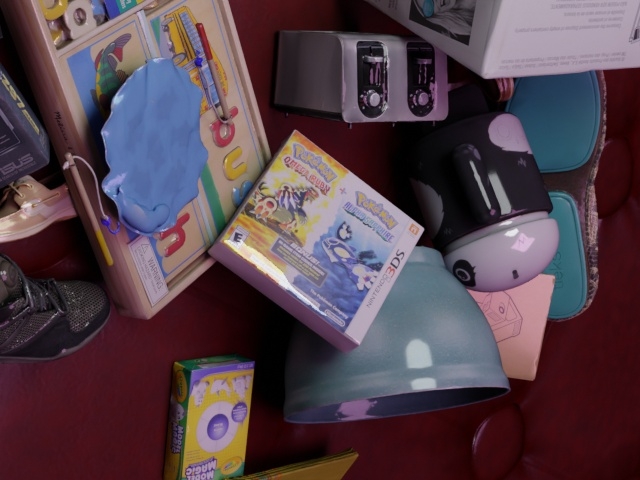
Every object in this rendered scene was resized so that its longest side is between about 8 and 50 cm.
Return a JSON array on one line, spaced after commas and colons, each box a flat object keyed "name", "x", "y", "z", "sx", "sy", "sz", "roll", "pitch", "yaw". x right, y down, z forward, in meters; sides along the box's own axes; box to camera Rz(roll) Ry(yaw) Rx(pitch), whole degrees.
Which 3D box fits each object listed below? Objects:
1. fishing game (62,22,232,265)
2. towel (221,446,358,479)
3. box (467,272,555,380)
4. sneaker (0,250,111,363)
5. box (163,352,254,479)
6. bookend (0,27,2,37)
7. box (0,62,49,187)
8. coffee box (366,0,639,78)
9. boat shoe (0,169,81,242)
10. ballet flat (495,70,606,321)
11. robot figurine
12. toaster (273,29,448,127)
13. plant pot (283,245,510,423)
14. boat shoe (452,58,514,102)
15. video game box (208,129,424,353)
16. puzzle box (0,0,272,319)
[{"name": "fishing game", "x": -0.176, "y": -0.098, "z": 1.229, "sx": 0.264, "sy": 0.041, "sz": 0.189, "roll": -58, "pitch": 145, "yaw": -38}, {"name": "towel", "x": -0.056, "y": 0.332, "z": 1.581, "sx": 0.237, "sy": 0.021, "sz": 0.102, "roll": -4, "pitch": 138, "yaw": -44}, {"name": "box", "x": 0.239, "y": 0.116, "z": 1.753, "sx": 0.201, "sy": 0.021, "sz": 0.164, "roll": 9, "pitch": 99, "yaw": -11}, {"name": "sneaker", "x": -0.303, "y": 0.065, "z": 1.214, "sx": 0.227, "sy": 0.087, "sz": 0.130, "roll": -5, "pitch": 147, "yaw": -41}, {"name": "box", "x": -0.142, "y": 0.238, "z": 1.482, "sx": 0.105, "sy": 0.043, "sz": 0.179, "roll": -4, "pitch": 106, "yaw": -43}, {"name": "bookend", "x": -0.337, "y": -0.238, "z": 1.076, "sx": 0.072, "sy": 0.156, "sz": 0.157, "roll": -28, "pitch": 121, "yaw": -36}, {"name": "box", "x": -0.390, "y": -0.100, "z": 1.053, "sx": 0.232, "sy": 0.059, "sz": 0.183, "roll": -27, "pitch": 127, "yaw": 4}, {"name": "coffee box", "x": 0.262, "y": -0.417, "z": 1.394, "sx": 0.337, "sy": 0.334, "sz": 0.338, "roll": -8, "pitch": 123, "yaw": -31}, {"name": "boat shoe", "x": -0.305, "y": -0.042, "z": 1.234, "sx": 0.170, "sy": 0.063, "sz": 0.059, "roll": -29, "pitch": 117, "yaw": -47}, {"name": "ballet flat", "x": 0.347, "y": -0.112, "z": 1.783, "sx": 0.182, "sy": 0.164, "sz": 0.483, "roll": -74, "pitch": 159, "yaw": -60}, {"name": "robot figurine", "x": 0.214, "y": -0.066, "z": 1.600, "sx": 0.209, "sy": 0.173, "sz": 0.278, "roll": -9, "pitch": 75, "yaw": -43}, {"name": "toaster", "x": 0.045, "y": -0.202, "z": 1.453, "sx": 0.168, "sy": 0.185, "sz": 0.110, "roll": -4, "pitch": 102, "yaw": -35}, {"name": "plant pot", "x": 0.086, "y": 0.120, "z": 1.529, "sx": 0.293, "sy": 0.293, "sz": 0.196, "roll": 7, "pitch": 71, "yaw": -45}, {"name": "boat shoe", "x": 0.204, "y": -0.266, "z": 1.626, "sx": 0.060, "sy": 0.064, "sz": 0.178, "roll": -29, "pitch": 90, "yaw": -26}, {"name": "video game box", "x": 0.000, "y": 0.000, "z": 1.388, "sx": 0.205, "sy": 0.048, "sz": 0.187, "roll": 37, "pitch": 57, "yaw": -9}, {"name": "puzzle box", "x": -0.180, "y": -0.153, "z": 1.289, "sx": 0.272, "sy": 0.052, "sz": 0.409, "roll": -44, "pitch": 129, "yaw": -42}]
